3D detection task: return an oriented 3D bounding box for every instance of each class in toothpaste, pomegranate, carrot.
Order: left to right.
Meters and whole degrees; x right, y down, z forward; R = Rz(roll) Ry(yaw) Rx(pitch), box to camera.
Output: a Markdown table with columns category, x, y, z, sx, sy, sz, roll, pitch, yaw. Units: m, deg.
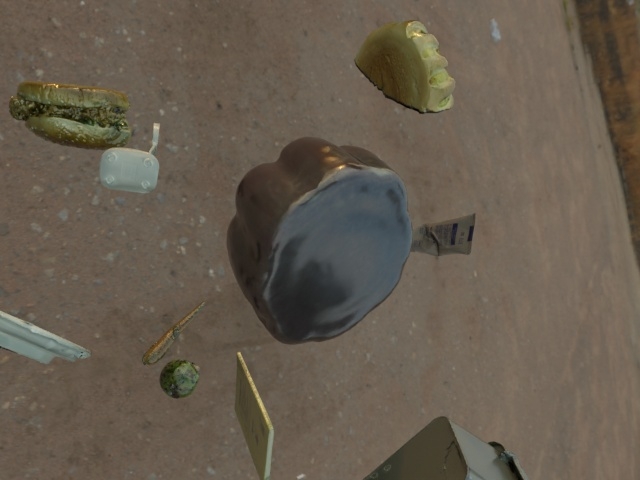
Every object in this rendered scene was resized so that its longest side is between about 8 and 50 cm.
| category | x | y | z | sx | sy | sz | roll | pitch | yaw |
| --- | --- | --- | --- | --- | --- | --- | --- | --- | --- |
| carrot | -0.437 | 0.277 | 1.504 | 0.254 | 0.049 | 0.049 | -48 | 124 | -21 |
| pomegranate | -0.429 | 0.425 | 1.559 | 0.161 | 0.122 | 0.122 | -11 | 92 | -67 |
| toothpaste | 0.291 | -0.005 | 1.226 | 0.061 | 0.266 | 0.096 | 12 | 81 | -21 |

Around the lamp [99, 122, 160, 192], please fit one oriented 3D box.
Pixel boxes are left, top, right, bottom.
| category | x | y | z | sx | sy | sz | roll | pitch | yaw |
| --- | --- | --- | --- | --- | --- | --- | --- | --- | --- |
| lamp | -0.217 | -0.105 | 0.593 | 0.056 | 0.198 | 0.050 | 6 | 110 | -17 |

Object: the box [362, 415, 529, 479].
| category | x | y | z | sx | sy | sz | roll | pitch | yaw |
| --- | --- | --- | --- | --- | --- | --- | --- | --- | --- |
| box | 0.173 | 0.386 | 0.735 | 0.135 | 0.243 | 0.163 | 40 | 16 | -16 |

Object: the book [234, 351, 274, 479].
| category | x | y | z | sx | sy | sz | roll | pitch | yaw |
| --- | --- | --- | --- | --- | --- | --- | --- | --- | --- |
| book | -0.130 | 0.335 | 0.939 | 0.013 | 0.192 | 0.167 | -8 | 125 | -24 |

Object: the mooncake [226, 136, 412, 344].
| category | x | y | z | sx | sy | sz | roll | pitch | yaw |
| --- | --- | --- | --- | --- | --- | --- | --- | --- | --- |
| mooncake | 0.000 | 0.000 | 0.755 | 0.306 | 0.154 | 0.306 | -20 | 133 | -23 |

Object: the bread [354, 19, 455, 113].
| category | x | y | z | sx | sy | sz | roll | pitch | yaw |
| --- | --- | --- | --- | --- | --- | --- | --- | --- | --- |
| bread | 0.113 | -0.236 | 0.647 | 0.083 | 0.157 | 0.094 | -27 | 133 | -25 |

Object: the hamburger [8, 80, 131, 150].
| category | x | y | z | sx | sy | sz | roll | pitch | yaw |
| --- | --- | --- | --- | --- | --- | --- | --- | --- | --- |
| hamburger | -0.488 | -0.248 | 0.987 | 0.215 | 0.189 | 0.122 | 3 | 106 | -19 |

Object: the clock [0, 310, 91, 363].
| category | x | y | z | sx | sy | sz | roll | pitch | yaw |
| --- | --- | --- | --- | --- | --- | --- | --- | --- | --- |
| clock | -0.502 | 0.159 | 0.824 | 0.236 | 0.237 | 0.053 | 43 | 61 | -41 |
